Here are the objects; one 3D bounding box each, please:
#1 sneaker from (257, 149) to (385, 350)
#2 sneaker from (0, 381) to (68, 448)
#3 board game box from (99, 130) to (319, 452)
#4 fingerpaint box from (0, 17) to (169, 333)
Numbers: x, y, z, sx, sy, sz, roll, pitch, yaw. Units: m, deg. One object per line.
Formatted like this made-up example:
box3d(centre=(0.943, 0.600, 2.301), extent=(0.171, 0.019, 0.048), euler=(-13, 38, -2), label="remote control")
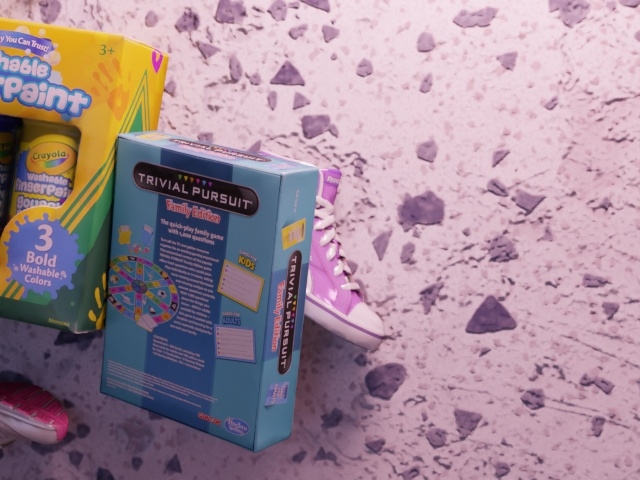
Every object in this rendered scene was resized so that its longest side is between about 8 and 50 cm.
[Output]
box3d(centre=(0.000, 0.000, 1.559), extent=(0.282, 0.102, 0.161), euler=(42, 96, 11), label="sneaker")
box3d(centre=(-0.448, 0.244, 1.672), extent=(0.252, 0.103, 0.111), euler=(9, 96, 20), label="sneaker")
box3d(centre=(-0.140, 0.055, 1.531), extent=(0.253, 0.079, 0.336), euler=(15, 106, 32), label="board game box")
box3d(centre=(-0.455, -0.104, 1.636), extent=(0.444, 0.163, 0.371), euler=(11, 92, 13), label="fingerpaint box")
